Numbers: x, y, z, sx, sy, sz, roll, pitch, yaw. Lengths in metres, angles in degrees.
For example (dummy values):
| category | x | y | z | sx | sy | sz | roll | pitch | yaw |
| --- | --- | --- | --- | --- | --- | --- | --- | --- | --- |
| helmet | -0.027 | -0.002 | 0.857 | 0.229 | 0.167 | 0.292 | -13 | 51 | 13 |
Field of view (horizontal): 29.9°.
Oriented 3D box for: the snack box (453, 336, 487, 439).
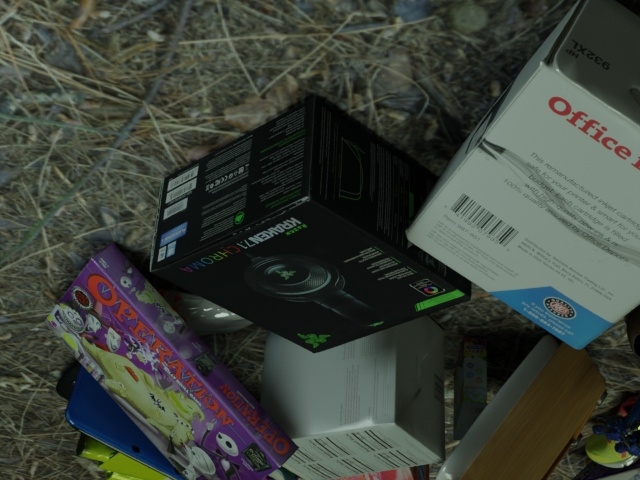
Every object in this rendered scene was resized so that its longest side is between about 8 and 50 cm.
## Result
| category | x | y | z | sx | sy | sz | roll | pitch | yaw |
| --- | --- | --- | --- | --- | --- | --- | --- | --- | --- |
| snack box | 0.211 | 0.212 | 1.698 | 0.037 | 0.100 | 0.141 | 2 | 149 | 2 |

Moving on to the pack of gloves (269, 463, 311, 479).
| category | x | y | z | sx | sy | sz | roll | pitch | yaw |
| --- | --- | --- | --- | --- | --- | --- | --- | --- | --- |
| pack of gloves | -0.083 | 0.364 | 1.894 | 0.232 | 0.046 | 0.195 | 20 | 150 | 51 |

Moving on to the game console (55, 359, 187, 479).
| category | x | y | z | sx | sy | sz | roll | pitch | yaw |
| --- | --- | --- | --- | --- | --- | --- | --- | --- | --- |
| game console | -0.253 | 0.298 | 1.753 | 0.293 | 0.173 | 0.250 | 31 | 142 | -13 |

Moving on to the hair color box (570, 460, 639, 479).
| category | x | y | z | sx | sy | sz | roll | pitch | yaw |
| --- | --- | --- | --- | --- | --- | --- | --- | --- | --- |
| hair color box | 0.546 | 0.412 | 1.863 | 0.110 | 0.185 | 0.339 | -31 | 175 | -29 |

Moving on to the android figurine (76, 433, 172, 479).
| category | x | y | z | sx | sy | sz | roll | pitch | yaw |
| --- | --- | --- | --- | --- | --- | --- | --- | --- | --- |
| android figurine | -0.270 | 0.371 | 2.052 | 0.273 | 0.056 | 0.248 | 23 | 144 | -26 |

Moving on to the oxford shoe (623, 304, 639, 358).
| category | x | y | z | sx | sy | sz | roll | pitch | yaw |
| --- | --- | --- | --- | --- | --- | --- | --- | --- | --- |
| oxford shoe | 0.438 | 0.078 | 1.463 | 0.083 | 0.096 | 0.227 | 7 | 147 | -3 |

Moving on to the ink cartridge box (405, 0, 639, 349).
| category | x | y | z | sx | sy | sz | roll | pitch | yaw |
| --- | --- | --- | --- | --- | --- | --- | --- | --- | --- |
| ink cartridge box | 0.254 | -0.057 | 1.152 | 0.223 | 0.129 | 0.307 | 34 | 145 | -1 |

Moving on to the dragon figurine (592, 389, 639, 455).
| category | x | y | z | sx | sy | sz | roll | pitch | yaw |
| --- | --- | --- | --- | --- | --- | --- | --- | --- | --- |
| dragon figurine | 0.513 | 0.210 | 1.625 | 0.289 | 0.144 | 0.085 | -15 | 145 | 28 |

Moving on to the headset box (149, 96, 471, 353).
| category | x | y | z | sx | sy | sz | roll | pitch | yaw |
| --- | --- | --- | --- | --- | --- | --- | --- | --- | --- |
| headset box | 0.000 | 0.000 | 1.335 | 0.246 | 0.131 | 0.283 | -23 | 141 | 37 |

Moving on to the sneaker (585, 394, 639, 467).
| category | x | y | z | sx | sy | sz | roll | pitch | yaw |
| --- | --- | --- | --- | --- | --- | --- | --- | --- | --- |
| sneaker | 0.473 | 0.275 | 1.813 | 0.094 | 0.081 | 0.208 | 30 | 134 | -26 |

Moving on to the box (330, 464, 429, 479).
| category | x | y | z | sx | sy | sz | roll | pitch | yaw |
| --- | --- | --- | --- | --- | --- | --- | --- | --- | --- |
| box | 0.085 | 0.346 | 1.891 | 0.154 | 0.142 | 0.300 | -2 | 149 | 10 |

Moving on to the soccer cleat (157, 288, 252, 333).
| category | x | y | z | sx | sy | sz | roll | pitch | yaw |
| --- | --- | --- | --- | --- | --- | --- | --- | --- | --- |
| soccer cleat | -0.157 | 0.098 | 1.579 | 0.196 | 0.068 | 0.076 | -9 | 150 | 13 |

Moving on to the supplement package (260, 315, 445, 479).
| category | x | y | z | sx | sy | sz | roll | pitch | yaw |
| --- | --- | --- | --- | --- | --- | --- | --- | --- | --- |
| supplement package | 0.045 | 0.196 | 1.595 | 0.203 | 0.194 | 0.149 | -14 | 144 | 28 |

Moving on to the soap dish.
| category | x | y | z | sx | sy | sz | roll | pitch | yaw |
| --- | --- | --- | --- | --- | --- | --- | --- | --- | --- |
| soap dish | 0.269 | 0.290 | 1.649 | 0.118 | 0.291 | 0.229 | 34 | 153 | 17 |

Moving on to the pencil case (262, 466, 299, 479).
| category | x | y | z | sx | sy | sz | roll | pitch | yaw |
| --- | --- | --- | --- | --- | --- | --- | --- | --- | --- |
| pencil case | -0.083 | 0.428 | 2.117 | 0.070 | 0.064 | 0.151 | -12 | 154 | -23 |

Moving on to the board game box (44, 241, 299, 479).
| category | x | y | z | sx | sy | sz | roll | pitch | yaw |
| --- | --- | --- | --- | --- | --- | --- | --- | --- | --- |
| board game box | -0.200 | 0.183 | 1.547 | 0.347 | 0.056 | 0.208 | 48 | 136 | 1 |
